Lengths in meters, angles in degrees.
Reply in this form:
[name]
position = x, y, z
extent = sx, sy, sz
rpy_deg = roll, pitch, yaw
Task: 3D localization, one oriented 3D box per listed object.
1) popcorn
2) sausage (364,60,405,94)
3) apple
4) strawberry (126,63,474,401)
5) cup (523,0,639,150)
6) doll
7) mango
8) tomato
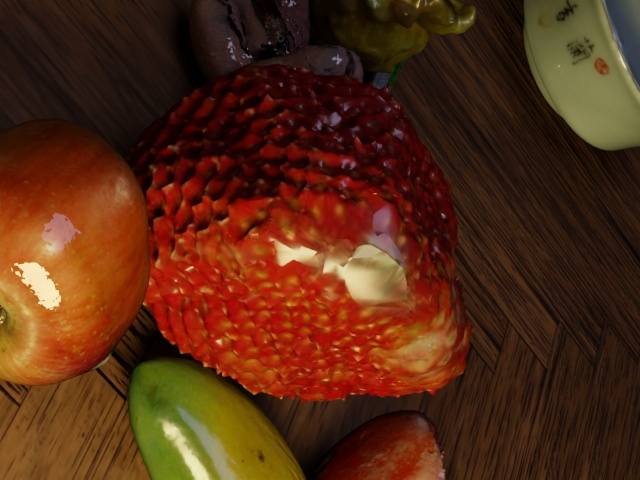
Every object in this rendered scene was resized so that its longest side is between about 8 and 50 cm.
[popcorn]
position = 0.061, -0.272, 1.761
extent = 0.198, 0.155, 0.197
rpy_deg = 28, 45, -31
[sausage]
position = 0.062, -0.164, 1.814
extent = 0.029, 0.029, 0.223
rpy_deg = 52, 39, -25
[apple]
position = -0.207, 0.003, 1.241
extent = 0.199, 0.199, 0.199
rpy_deg = 28, 52, -44
[strawberry]
position = 0.000, 0.000, 1.346
extent = 0.312, 0.351, 0.267
rpy_deg = 33, 84, -15
[cup]
position = 0.371, -0.254, 2.165
extent = 0.347, 0.163, 0.347
rpy_deg = 27, 53, -44
[doll]
position = -0.028, -0.175, 1.595
extent = 0.201, 0.156, 0.303
rpy_deg = 23, 52, -40
[mango]
position = -0.075, 0.194, 1.401
extent = 0.137, 0.091, 0.237
rpy_deg = -31, 99, -60
[tomato]
position = 0.035, 0.236, 1.481
extent = 0.099, 0.173, 0.189
rpy_deg = 9, 75, -20
